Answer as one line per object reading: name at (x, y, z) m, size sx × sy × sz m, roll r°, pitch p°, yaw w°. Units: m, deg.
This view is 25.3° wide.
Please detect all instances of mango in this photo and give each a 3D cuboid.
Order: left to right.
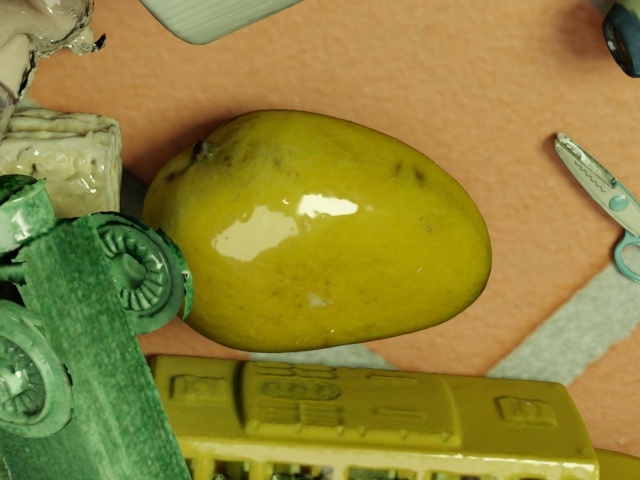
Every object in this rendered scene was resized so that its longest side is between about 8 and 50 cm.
mango at (0.000, 0.000, 0.774) m, size 0.195 × 0.098 × 0.137 m, roll 13°, pitch 115°, yaw -20°

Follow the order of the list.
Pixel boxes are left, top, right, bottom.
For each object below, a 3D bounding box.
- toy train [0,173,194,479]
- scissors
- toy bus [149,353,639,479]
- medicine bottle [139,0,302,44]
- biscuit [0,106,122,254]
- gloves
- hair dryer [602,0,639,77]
toy train at (-0.134, 0.110, 0.718) m, size 0.189 × 0.126 × 0.307 m, roll -1°, pitch 116°, yaw 37°
scissors at (0.173, -0.021, 0.820) m, size 0.058 × 0.014 × 0.119 m, roll -34°, pitch 118°, yaw 27°
toy bus at (0.055, 0.145, 0.848) m, size 0.335 × 0.121 × 0.123 m, roll 4°, pitch 112°, yaw -6°
medicine bottle at (0.040, -0.231, 0.558) m, size 0.306 × 0.245 × 0.245 m, roll -26°, pitch 118°, yaw 11°
biscuit at (-0.187, 0.120, 0.834) m, size 0.144 × 0.078 × 0.426 m, roll 3°, pitch 118°, yaw -5°
gloves at (-0.171, -0.103, 0.690) m, size 0.094 × 0.144 × 0.110 m, roll -3°, pitch 130°, yaw 45°
hair dryer at (0.257, -0.097, 0.770) m, size 0.167 × 0.067 × 0.199 m, roll -35°, pitch 127°, yaw 8°
